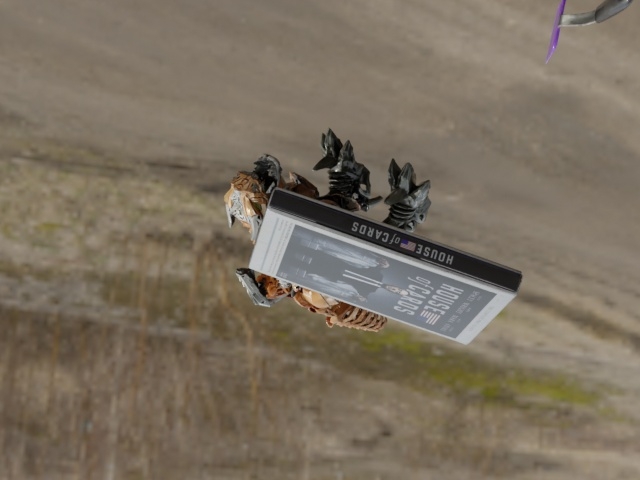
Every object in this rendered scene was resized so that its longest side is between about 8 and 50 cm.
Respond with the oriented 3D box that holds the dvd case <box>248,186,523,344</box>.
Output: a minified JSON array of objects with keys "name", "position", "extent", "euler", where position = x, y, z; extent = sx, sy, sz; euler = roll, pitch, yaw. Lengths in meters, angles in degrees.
[{"name":"dvd case","position":[0.054,0.028,1.290],"extent":[0.238,0.030,0.179],"euler":[20,159,-2]}]

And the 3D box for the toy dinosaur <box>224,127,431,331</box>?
[{"name":"toy dinosaur","position":[0.000,0.000,1.533],"extent":[0.164,0.218,0.322],"euler":[34,164,20]}]

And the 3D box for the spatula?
[{"name":"spatula","position":[0.356,-0.302,1.820],"extent":[0.030,0.084,0.296],"euler":[13,175,-13]}]
